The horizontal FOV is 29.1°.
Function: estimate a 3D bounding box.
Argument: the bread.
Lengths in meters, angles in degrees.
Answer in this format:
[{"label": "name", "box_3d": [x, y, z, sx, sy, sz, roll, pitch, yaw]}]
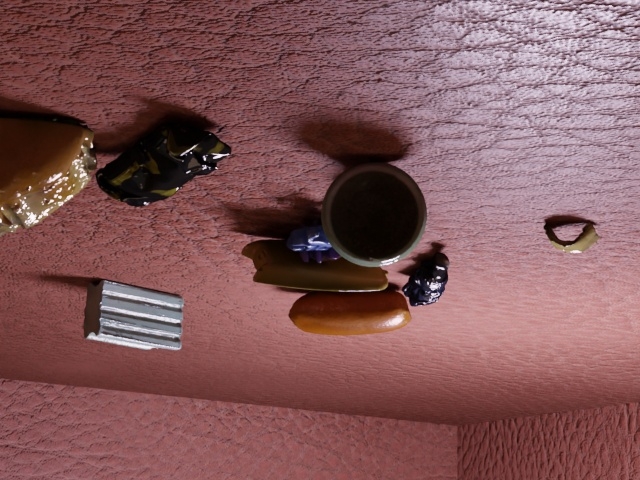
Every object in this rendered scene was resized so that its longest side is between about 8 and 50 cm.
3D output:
[{"label": "bread", "box_3d": [-0.411, -0.073, 1.537, 0.252, 0.133, 0.174, 3, 167, -6]}]

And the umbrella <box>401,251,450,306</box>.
[{"label": "umbrella", "box_3d": [0.193, 0.071, 2.136, 0.071, 0.070, 0.248, 4, 166, -6]}]

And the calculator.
[{"label": "calculator", "box_3d": [-0.002, 0.039, 1.974, 0.237, 0.033, 0.157, 5, -160, -17]}]

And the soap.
[{"label": "soap", "box_3d": [-0.364, 0.150, 2.417, 0.198, 0.114, 0.063, 17, 160, -41]}]

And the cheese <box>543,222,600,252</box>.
[{"label": "cheese", "box_3d": [0.384, -0.003, 1.880, 0.084, 0.041, 0.060, -1, 163, 14]}]

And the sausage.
[{"label": "sausage", "box_3d": [0.056, 0.138, 2.364, 0.238, 0.098, 0.098, -4, 164, 14]}]

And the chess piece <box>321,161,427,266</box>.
[{"label": "chess piece", "box_3d": [0.072, -0.026, 1.713, 0.139, 0.139, 0.271, 2, 175, 1]}]

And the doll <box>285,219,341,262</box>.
[{"label": "doll", "box_3d": [0.000, 0.000, 1.885, 0.110, 0.067, 0.206, -5, 174, 11]}]

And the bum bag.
[{"label": "bum bag", "box_3d": [-0.202, -0.095, 1.569, 0.107, 0.060, 0.232, 17, 157, -29]}]
